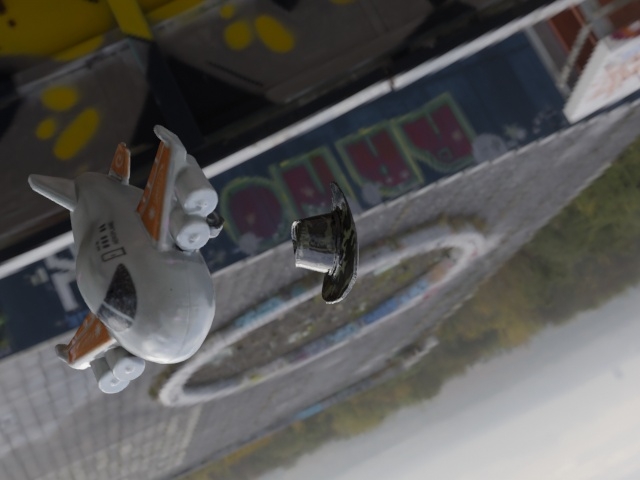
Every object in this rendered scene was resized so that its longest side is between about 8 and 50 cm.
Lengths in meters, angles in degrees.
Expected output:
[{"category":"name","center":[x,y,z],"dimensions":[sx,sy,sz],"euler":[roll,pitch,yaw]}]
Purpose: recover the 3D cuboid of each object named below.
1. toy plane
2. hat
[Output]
[{"category":"toy plane","center":[-0.171,0.013,0.897],"dimensions":[0.117,0.244,0.245],"euler":[11,144,-38]},{"category":"hat","center":[0.000,0.000,0.931],"dimensions":[0.050,0.121,0.121],"euler":[0,160,-10]}]
